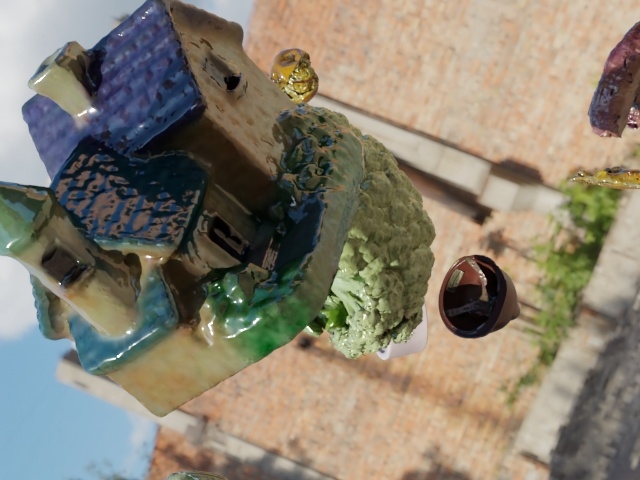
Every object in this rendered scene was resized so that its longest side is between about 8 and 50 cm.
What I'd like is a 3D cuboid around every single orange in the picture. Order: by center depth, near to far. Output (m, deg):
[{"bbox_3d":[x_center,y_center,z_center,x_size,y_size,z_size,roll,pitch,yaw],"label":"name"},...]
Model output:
[{"bbox_3d":[-0.044,-0.240,1.746,0.062,0.086,0.086,-20,-33,-24],"label":"orange"}]

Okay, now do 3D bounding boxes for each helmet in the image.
[{"bbox_3d":[0.179,0.067,1.246,0.089,0.057,0.111,-65,31,6],"label":"helmet"}]

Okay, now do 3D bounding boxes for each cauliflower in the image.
[{"bbox_3d":[0.000,0.000,1.363,0.272,0.250,0.275,52,-161,-43],"label":"cauliflower"}]

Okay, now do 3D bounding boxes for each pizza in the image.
[{"bbox_3d":[0.499,-0.106,1.982,0.184,0.176,0.036,-142,58,-87],"label":"pizza"}]

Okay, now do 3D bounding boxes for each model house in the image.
[{"bbox_3d":[-0.147,-0.051,1.064,0.245,0.280,0.312,-31,24,31],"label":"model house"}]

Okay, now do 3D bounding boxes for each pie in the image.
[{"bbox_3d":[0.490,-0.250,1.819,0.218,0.054,0.204,-33,-37,-37],"label":"pie"}]

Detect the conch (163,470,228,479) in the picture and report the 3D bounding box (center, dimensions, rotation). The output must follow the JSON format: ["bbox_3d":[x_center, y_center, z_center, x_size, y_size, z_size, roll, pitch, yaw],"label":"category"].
[{"bbox_3d":[-0.096,0.269,1.049,0.102,0.135,0.153,-10,-34,-50],"label":"conch"}]

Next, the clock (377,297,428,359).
[{"bbox_3d":[0.115,0.094,1.942,0.197,0.068,0.197,169,90,-80],"label":"clock"}]
